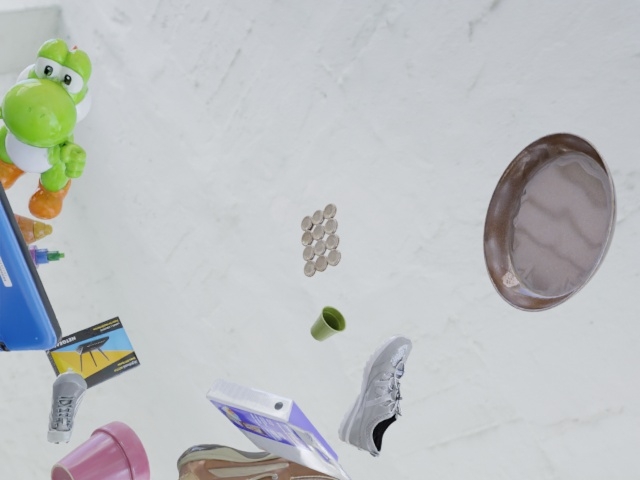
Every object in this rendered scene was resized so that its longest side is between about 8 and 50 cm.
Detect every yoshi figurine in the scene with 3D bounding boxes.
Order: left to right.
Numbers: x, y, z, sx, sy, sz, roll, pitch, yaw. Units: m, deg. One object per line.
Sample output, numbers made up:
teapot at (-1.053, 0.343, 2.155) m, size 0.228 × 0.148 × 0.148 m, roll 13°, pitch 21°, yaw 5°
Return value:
yoshi figurine at (-0.488, -0.174, 1.150) m, size 0.362 × 0.204 × 0.203 m, roll -49°, pitch -121°, yaw 45°

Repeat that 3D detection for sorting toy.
sorting toy at (-0.703, 0.008, 1.672) m, size 0.365 × 0.126 × 0.127 m, roll 127°, pitch -43°, yaw -73°

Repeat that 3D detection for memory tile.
memory tile at (0.000, 0.000, 1.461) m, size 0.113 × 0.012 × 0.148 m, roll -27°, pitch -124°, yaw 39°

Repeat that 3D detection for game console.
game console at (-0.488, -0.001, 0.993) m, size 0.250 × 0.173 × 0.293 m, roll -5°, pitch -65°, yaw 18°

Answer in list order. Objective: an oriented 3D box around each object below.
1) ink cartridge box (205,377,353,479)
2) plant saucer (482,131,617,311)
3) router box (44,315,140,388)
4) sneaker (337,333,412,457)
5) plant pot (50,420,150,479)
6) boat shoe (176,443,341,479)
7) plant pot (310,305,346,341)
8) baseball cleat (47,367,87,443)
ink cartridge box at (-0.052, 0.306, 1.082) m, size 0.208 × 0.045 × 0.206 m, roll 10°, pitch -34°, yaw 34°
plant saucer at (0.392, -0.028, 1.157) m, size 0.311 × 0.050 × 0.310 m, roll -168°, pitch -90°, yaw -67°
router box at (-0.531, 0.270, 1.580) m, size 0.046 × 0.179 × 0.133 m, roll -35°, pitch -100°, yaw 50°
sneaker at (0.149, 0.345, 1.504) m, size 0.115 × 0.105 × 0.281 m, roll 26°, pitch -84°, yaw 39°
plant pot at (-0.556, 0.578, 1.686) m, size 0.201 × 0.180 × 0.201 m, roll 11°, pitch -72°, yaw 38°
boat shoe at (-0.117, 0.478, 1.306) m, size 0.120 × 0.324 × 0.122 m, roll -95°, pitch -165°, yaw -48°
plant pot at (0.014, 0.232, 1.829) m, size 0.083 × 0.083 × 0.079 m, roll 53°, pitch -55°, yaw 14°
baseball cleat at (-0.547, 0.370, 1.460) m, size 0.206 × 0.072 × 0.109 m, roll 115°, pitch -29°, yaw -42°
